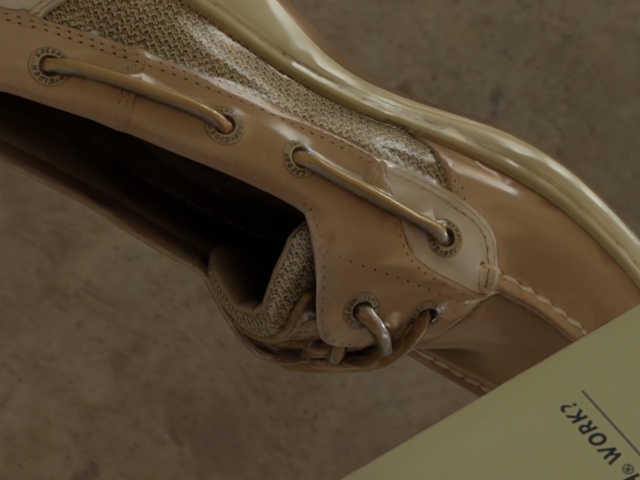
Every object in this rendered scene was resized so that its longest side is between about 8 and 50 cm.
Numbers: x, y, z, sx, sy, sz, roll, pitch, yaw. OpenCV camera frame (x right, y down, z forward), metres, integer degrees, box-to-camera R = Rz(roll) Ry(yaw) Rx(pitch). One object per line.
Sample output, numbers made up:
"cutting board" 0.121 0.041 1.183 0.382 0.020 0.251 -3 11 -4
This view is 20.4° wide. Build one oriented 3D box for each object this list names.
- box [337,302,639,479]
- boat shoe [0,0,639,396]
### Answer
"box" 0.101 0.143 0.453 0.243 0.213 0.117 -28 144 -17
"boat shoe" 0.000 0.000 0.686 0.341 0.121 0.110 33 57 -16
